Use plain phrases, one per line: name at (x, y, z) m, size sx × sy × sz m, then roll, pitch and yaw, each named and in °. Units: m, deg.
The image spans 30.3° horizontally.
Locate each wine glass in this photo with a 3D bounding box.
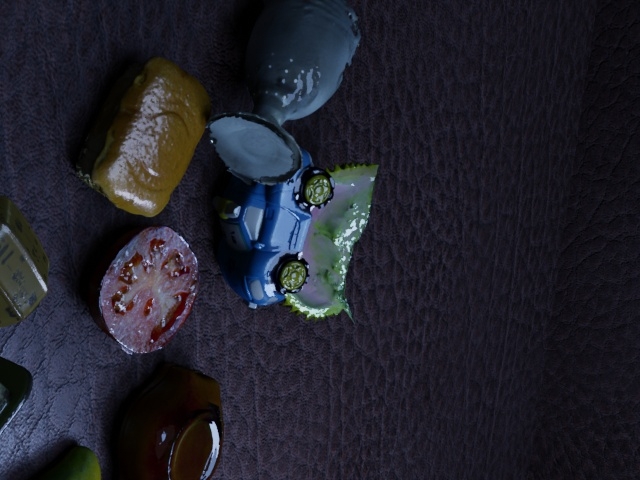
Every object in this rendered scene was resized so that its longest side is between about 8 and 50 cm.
wine glass at (-0.058, -0.274, 2.013) m, size 0.357 × 0.190 × 0.190 m, roll -65°, pitch 147°, yaw -34°

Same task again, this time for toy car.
toy car at (-0.110, -0.035, 2.129) m, size 0.166 × 0.198 × 0.314 m, roll 12°, pitch 99°, yaw -33°

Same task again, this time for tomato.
tomato at (-0.308, 0.075, 1.991) m, size 0.225 × 0.085 × 0.225 m, roll -21°, pitch 119°, yaw -44°

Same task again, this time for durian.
durian at (0.000, 0.000, 2.286) m, size 0.158 × 0.169 × 0.352 m, roll -28°, pitch 137°, yaw -53°

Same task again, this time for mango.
mango at (-0.431, 0.440, 1.984) m, size 0.191 × 0.085 × 0.122 m, roll -42°, pitch 116°, yaw -40°

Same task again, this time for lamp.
lamp at (-0.480, 0.027, 1.687) m, size 0.161 × 0.161 × 0.185 m, roll -47°, pitch 138°, yaw -30°

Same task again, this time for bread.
bread at (-0.281, -0.167, 1.889) m, size 0.246 × 0.121 × 0.174 m, roll -62°, pitch 145°, yaw -9°

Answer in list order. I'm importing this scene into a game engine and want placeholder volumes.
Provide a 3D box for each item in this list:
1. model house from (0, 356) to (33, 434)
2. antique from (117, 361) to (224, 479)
model house at (-0.573, 0.180, 1.613) m, size 0.218 × 0.204 × 0.279 m, roll -56°, pitch 134°, yaw -22°
antique at (-0.268, 0.365, 2.136) m, size 0.223 × 0.129 × 0.278 m, roll 37°, pitch 73°, yaw -51°
